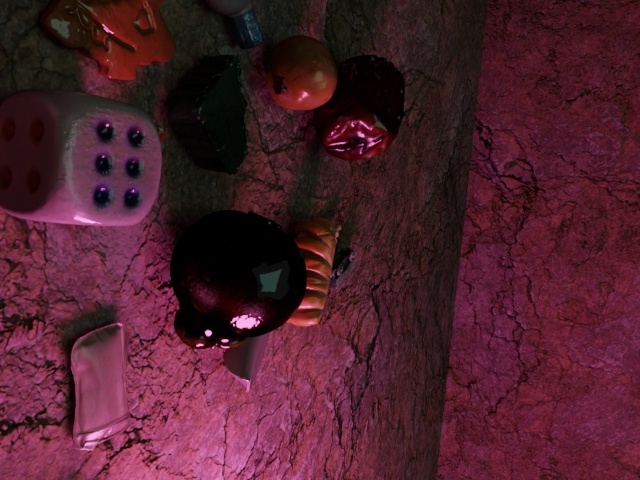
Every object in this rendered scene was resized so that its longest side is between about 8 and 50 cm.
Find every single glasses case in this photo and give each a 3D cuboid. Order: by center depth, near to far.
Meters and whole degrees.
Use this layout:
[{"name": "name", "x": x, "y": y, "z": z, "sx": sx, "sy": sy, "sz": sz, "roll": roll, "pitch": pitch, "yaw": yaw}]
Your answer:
[{"name": "glasses case", "x": -0.174, "y": 0.232, "z": 1.391, "sx": 0.128, "sy": 0.083, "sz": 0.308, "roll": 92, "pitch": 10, "yaw": -49}]

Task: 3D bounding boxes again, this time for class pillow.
[{"name": "pillow", "x": -0.415, "y": 0.277, "z": 1.034, "sx": 0.130, "sy": 0.038, "sz": 0.233, "roll": -14, "pitch": 108, "yaw": -56}]

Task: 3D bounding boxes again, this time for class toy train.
[{"name": "toy train", "x": 0.062, "y": 0.088, "z": 1.806, "sx": 0.172, "sy": 0.070, "sz": 0.099, "roll": -45, "pitch": 141, "yaw": -49}]

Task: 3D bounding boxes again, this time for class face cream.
[{"name": "face cream", "x": -0.205, "y": -0.578, "z": 1.165, "sx": 0.163, "sy": 0.080, "sz": 0.337, "roll": -60, "pitch": 144, "yaw": -36}]

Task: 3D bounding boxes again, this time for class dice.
[{"name": "dice", "x": -0.379, "y": -0.124, "z": 0.852, "sx": 0.194, "sy": 0.191, "sz": 0.193, "roll": 3, "pitch": 93, "yaw": -59}]

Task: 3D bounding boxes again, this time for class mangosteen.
[{"name": "mangosteen", "x": -0.189, "y": 0.084, "z": 1.156, "sx": 0.313, "sy": 0.297, "sz": 0.297, "roll": -41, "pitch": 136, "yaw": -15}]

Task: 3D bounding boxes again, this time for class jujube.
[{"name": "jujube", "x": 0.125, "y": -0.400, "z": 1.623, "sx": 0.377, "sy": 0.258, "sz": 0.258, "roll": -65, "pitch": 146, "yaw": -30}]

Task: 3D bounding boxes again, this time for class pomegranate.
[{"name": "pomegranate", "x": -0.049, "y": -0.419, "z": 1.374, "sx": 0.191, "sy": 0.191, "sz": 0.191, "roll": -21, "pitch": 115, "yaw": -57}]

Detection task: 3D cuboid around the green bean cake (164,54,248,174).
[{"name": "green bean cake", "x": -0.222, "y": -0.269, "z": 1.183, "sx": 0.193, "sy": 0.107, "sz": 0.208, "roll": -66, "pitch": 148, "yaw": -32}]

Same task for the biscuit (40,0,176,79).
[{"name": "biscuit", "x": -0.362, "y": -0.441, "z": 0.956, "sx": 0.284, "sy": 0.043, "sz": 0.306, "roll": -22, "pitch": 115, "yaw": -57}]

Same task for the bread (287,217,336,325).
[{"name": "bread", "x": -0.045, "y": 0.083, "z": 1.525, "sx": 0.121, "sy": 0.173, "sz": 0.311, "roll": 15, "pitch": 75, "yaw": -21}]

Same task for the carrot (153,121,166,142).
[{"name": "carrot", "x": -0.350, "y": -0.163, "z": 1.044, "sx": 0.139, "sy": 0.048, "sz": 0.048, "roll": -63, "pitch": 145, "yaw": -27}]

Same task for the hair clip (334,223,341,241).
[{"name": "hair clip", "x": 0.006, "y": 0.001, "z": 1.695, "sx": 0.214, "sy": 0.056, "sz": 0.062, "roll": -43, "pitch": 132, "yaw": -49}]
